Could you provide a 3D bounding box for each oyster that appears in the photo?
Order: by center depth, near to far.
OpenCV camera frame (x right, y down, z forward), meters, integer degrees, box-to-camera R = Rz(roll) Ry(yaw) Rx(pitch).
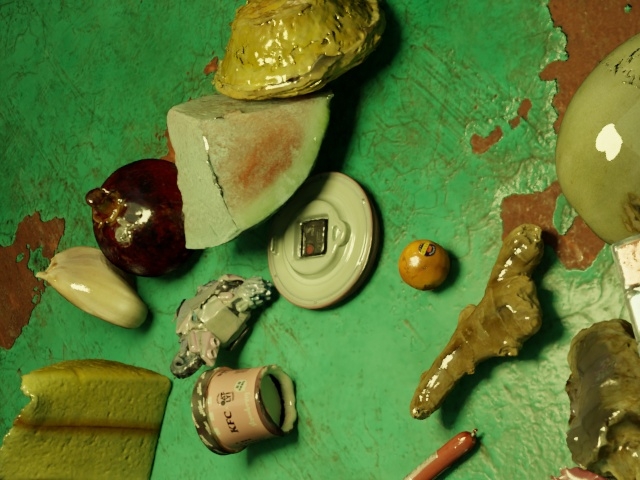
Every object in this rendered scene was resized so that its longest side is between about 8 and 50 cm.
[{"bbox_3d":[0.376,0.210,1.269,0.166,0.110,0.341,-40,27,38],"label":"oyster"}]

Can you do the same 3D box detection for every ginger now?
[{"bbox_3d":[0.242,0.132,1.494,0.334,0.081,0.148,-53,46,14],"label":"ginger"}]

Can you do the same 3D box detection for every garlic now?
[{"bbox_3d":[-0.433,0.084,1.993,0.217,0.228,0.110,39,96,37],"label":"garlic"}]

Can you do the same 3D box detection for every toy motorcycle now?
[{"bbox_3d":[-0.173,0.130,1.814,0.204,0.108,0.239,-27,45,24],"label":"toy motorcycle"}]

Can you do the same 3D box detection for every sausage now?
[{"bbox_3d":[0.149,0.364,1.537,0.253,0.034,0.034,-45,53,22],"label":"sausage"}]

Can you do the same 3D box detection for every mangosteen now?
[{"bbox_3d":[-0.356,-0.049,1.937,0.235,0.261,0.236,-11,71,36],"label":"mangosteen"}]

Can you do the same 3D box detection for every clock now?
[{"bbox_3d":[-0.001,-0.001,1.759,0.244,0.056,0.244,-13,69,37],"label":"clock"}]

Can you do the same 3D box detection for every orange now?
[{"bbox_3d":[0.162,0.039,1.591,0.083,0.083,0.084,-13,69,37],"label":"orange"}]

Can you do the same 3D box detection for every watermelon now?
[{"bbox_3d":[-0.149,-0.161,1.768,0.387,0.258,0.228,-54,14,-2],"label":"watermelon"}]

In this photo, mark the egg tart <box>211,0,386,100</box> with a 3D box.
[{"bbox_3d":[-0.049,-0.365,1.764,0.341,0.132,0.341,-16,32,10],"label":"egg tart"}]

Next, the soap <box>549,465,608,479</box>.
[{"bbox_3d":[0.330,0.412,1.319,0.289,0.112,0.182,-44,56,20],"label":"soap"}]

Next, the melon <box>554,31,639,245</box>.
[{"bbox_3d":[0.453,-0.139,1.272,0.330,0.268,0.268,-41,54,13],"label":"melon"}]

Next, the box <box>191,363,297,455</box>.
[{"bbox_3d":[-0.122,0.282,1.723,0.135,0.151,0.151,-15,68,27],"label":"box"}]

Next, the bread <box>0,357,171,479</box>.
[{"bbox_3d":[-0.485,0.327,1.870,0.245,0.361,0.233,9,83,39],"label":"bread"}]

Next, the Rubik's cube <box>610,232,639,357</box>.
[{"bbox_3d":[0.520,0.097,1.149,0.253,0.259,0.256,-26,60,35],"label":"Rubik's cube"}]
